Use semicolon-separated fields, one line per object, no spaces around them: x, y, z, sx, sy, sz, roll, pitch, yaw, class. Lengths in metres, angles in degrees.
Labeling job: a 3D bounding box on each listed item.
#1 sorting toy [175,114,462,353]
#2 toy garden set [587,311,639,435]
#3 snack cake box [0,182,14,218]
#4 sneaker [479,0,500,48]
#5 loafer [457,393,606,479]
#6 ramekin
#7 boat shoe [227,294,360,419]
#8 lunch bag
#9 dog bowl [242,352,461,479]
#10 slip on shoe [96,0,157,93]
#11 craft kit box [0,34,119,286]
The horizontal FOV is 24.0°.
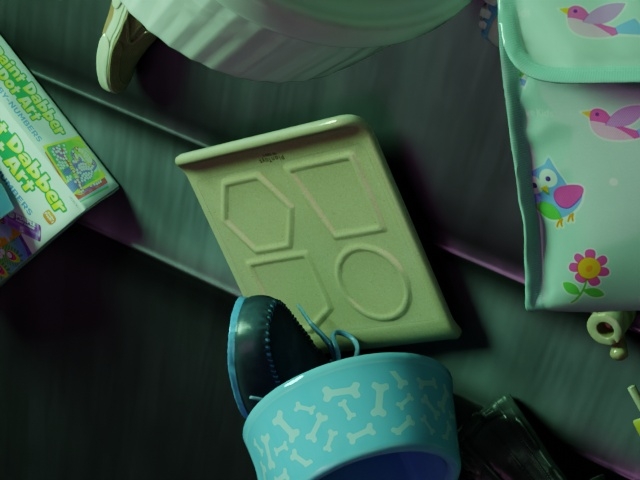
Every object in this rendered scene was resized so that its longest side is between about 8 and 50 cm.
0.000;0.000;1.203;0.193;0.038;0.208;-10;116;39;sorting toy
0.273;0.072;1.040;0.204;0.049;0.244;-24;102;42;toy garden set
-0.400;-0.108;1.308;0.152;0.089;0.264;-14;108;42;snack cake box
0.170;-0.179;0.943;0.083;0.071;0.190;38;133;2;sneaker
0.197;0.213;1.160;0.223;0.078;0.076;45;172;11;loafer
-0.027;-0.222;0.931;0.273;0.273;0.127;51;146;-2;ramekin
-0.001;0.122;1.220;0.089;0.109;0.258;2;151;21;boat shoe
0.218;-0.099;0.867;0.223;0.160;0.262;-1;113;16;lunch bag
0.022;0.199;1.178;0.297;0.166;0.074;102;155;-53;dog bowl
-0.143;-0.170;1.188;0.041;0.051;0.135;23;124;7;slip on shoe
-0.334;-0.083;1.375;0.250;0.061;0.246;52;131;-3;craft kit box
